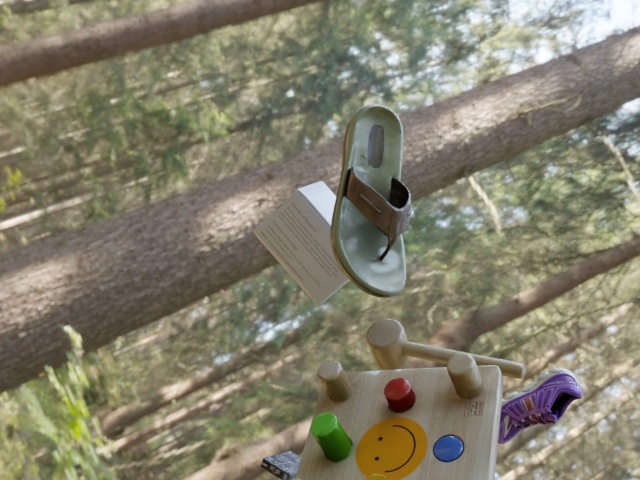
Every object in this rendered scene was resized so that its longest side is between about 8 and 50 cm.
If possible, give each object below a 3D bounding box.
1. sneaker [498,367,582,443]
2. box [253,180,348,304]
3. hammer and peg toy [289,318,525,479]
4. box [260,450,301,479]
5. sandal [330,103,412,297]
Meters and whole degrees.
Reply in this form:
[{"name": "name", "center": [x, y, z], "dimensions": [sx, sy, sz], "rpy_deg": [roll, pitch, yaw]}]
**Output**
[{"name": "sneaker", "center": [0.342, 0.273, 1.281], "dimensions": [0.068, 0.170, 0.071], "rpy_deg": [39, 17, -32]}, {"name": "box", "center": [0.000, 0.000, 1.471], "dimensions": [0.119, 0.181, 0.182], "rpy_deg": [-42, -93, 16]}, {"name": "hammer and peg toy", "center": [0.112, 0.227, 1.036], "dimensions": [0.266, 0.361, 0.127], "rpy_deg": [-7, -50, 26]}, {"name": "box", "center": [-0.057, 0.411, 1.457], "dimensions": [0.067, 0.083, 0.018], "rpy_deg": [21, -81, 33]}, {"name": "sandal", "center": [0.084, -0.066, 1.194], "dimensions": [0.086, 0.120, 0.302], "rpy_deg": [159, -67, -63]}]
